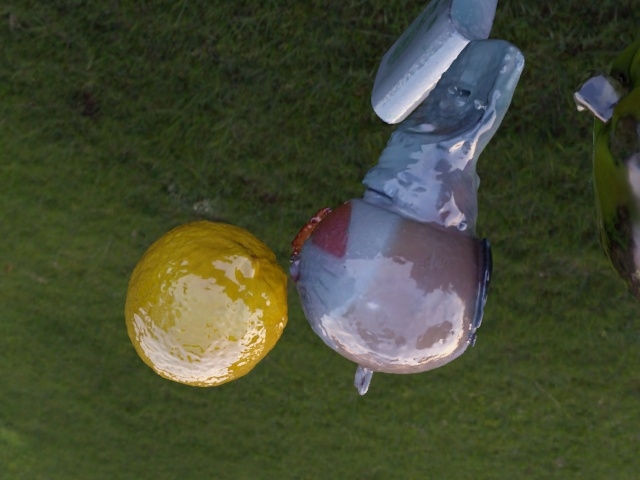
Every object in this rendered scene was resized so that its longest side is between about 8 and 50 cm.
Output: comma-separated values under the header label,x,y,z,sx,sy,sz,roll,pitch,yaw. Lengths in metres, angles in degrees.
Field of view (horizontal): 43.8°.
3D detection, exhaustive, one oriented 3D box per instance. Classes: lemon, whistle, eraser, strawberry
label,x,y,z,sx,sy,sz,roll,pitch,yaw
lemon,-0.102,0.059,0.706,0.142,0.142,0.187,21,139,-9
whistle,0.079,-0.024,0.723,0.189,0.189,0.348,18,96,-7
eraser,0.178,-0.310,1.273,0.081,0.174,0.227,26,145,-15
strawberry,0.002,0.002,1.423,0.104,0.152,0.048,1,133,35

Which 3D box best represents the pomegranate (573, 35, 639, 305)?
label,x,y,z,sx,sy,sz,roll,pitch,yaw
pomegranate,0.282,-0.033,0.428,0.276,0.204,0.222,29,103,34
